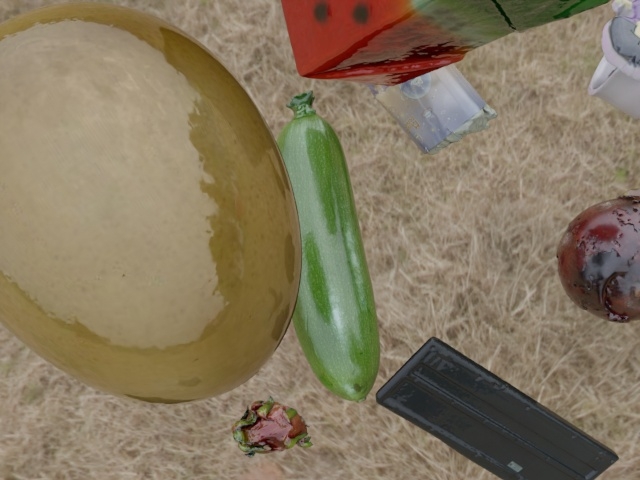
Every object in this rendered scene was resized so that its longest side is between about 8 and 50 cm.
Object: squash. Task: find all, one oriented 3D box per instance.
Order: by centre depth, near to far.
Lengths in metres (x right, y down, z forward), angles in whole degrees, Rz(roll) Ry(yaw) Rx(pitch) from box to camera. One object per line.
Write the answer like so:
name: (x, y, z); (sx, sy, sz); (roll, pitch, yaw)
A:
squash: (0.000, 0.000, 0.884); (0.107, 0.107, 0.395); (-11, 74, 7)

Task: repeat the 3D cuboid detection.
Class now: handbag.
handbag: (0.148, -0.197, 1.000); (0.173, 0.117, 0.095); (48, 50, -2)

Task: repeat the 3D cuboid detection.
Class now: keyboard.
keyboard: (0.230, 0.224, 0.762); (0.381, 0.041, 0.103); (36, 110, -14)

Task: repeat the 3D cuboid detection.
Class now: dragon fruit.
dragon fruit: (-0.114, 0.409, 1.552); (0.175, 0.138, 0.142); (-19, 36, -37)

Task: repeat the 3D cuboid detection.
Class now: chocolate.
chocolate: (0.075, -0.351, 0.710); (0.161, 0.341, 0.360); (-15, 93, -30)

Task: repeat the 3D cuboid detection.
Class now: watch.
watch: (0.572, -0.334, 1.313); (0.196, 0.231, 0.244); (32, 66, 1)

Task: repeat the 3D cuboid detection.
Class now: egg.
egg: (-0.147, -0.027, 0.550); (0.250, 0.250, 0.322); (-35, 78, -3)

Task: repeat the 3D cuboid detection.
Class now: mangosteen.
mangosteen: (0.377, 0.016, 0.898); (0.166, 0.180, 0.166); (4, 113, 8)
